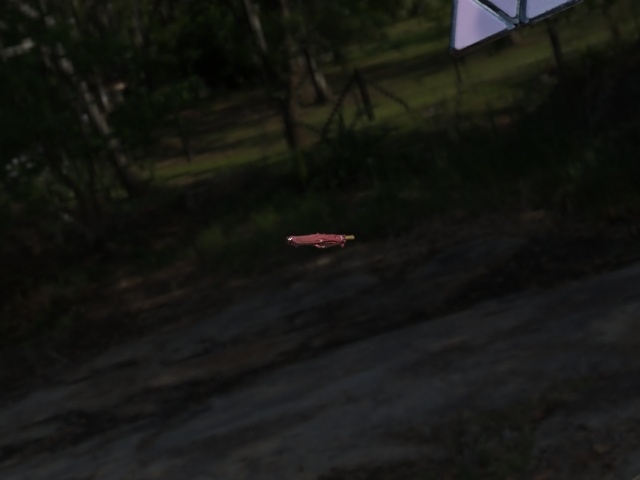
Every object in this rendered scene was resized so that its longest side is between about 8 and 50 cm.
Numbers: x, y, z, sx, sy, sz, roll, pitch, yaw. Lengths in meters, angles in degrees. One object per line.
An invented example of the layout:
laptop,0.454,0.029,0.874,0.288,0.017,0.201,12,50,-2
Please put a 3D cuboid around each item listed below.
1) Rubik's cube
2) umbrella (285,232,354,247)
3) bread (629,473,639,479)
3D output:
Rubik's cube,0.149,-0.257,1.187,0.211,0.190,0.178,-7,40,50
umbrella,0.000,0.000,2.071,0.165,0.027,0.025,-1,-34,-48
bread,0.414,0.378,1.452,0.149,0.274,0.274,-6,10,42
